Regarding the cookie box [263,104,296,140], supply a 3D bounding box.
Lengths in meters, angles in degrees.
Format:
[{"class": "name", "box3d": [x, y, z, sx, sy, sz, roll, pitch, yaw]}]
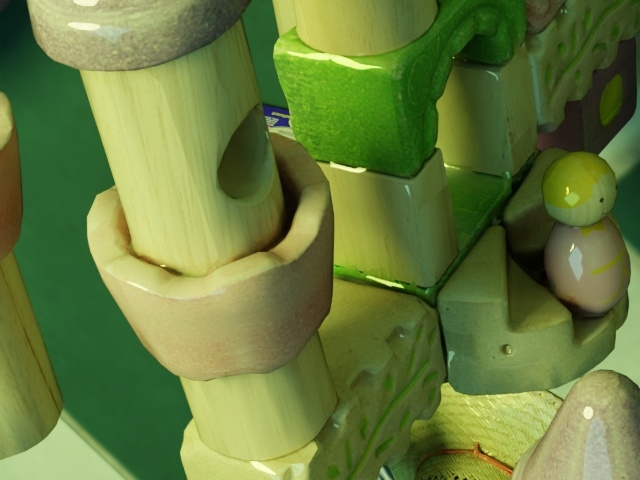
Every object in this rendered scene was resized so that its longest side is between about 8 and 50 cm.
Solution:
[{"class": "cookie box", "box3d": [0.000, 0.000, 0.744, 0.092, 0.040, 0.107, 14, 130, 25]}]

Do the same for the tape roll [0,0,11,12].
[{"class": "tape roll", "box3d": [-0.229, -0.160, 0.751, 0.189, 0.080, 0.189, 18, 130, 22]}]

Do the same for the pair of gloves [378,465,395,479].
[{"class": "pair of gloves", "box3d": [0.016, 0.142, 0.798, 0.159, 0.023, 0.198, 43, 153, 37]}]

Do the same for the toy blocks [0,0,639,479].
[{"class": "toy blocks", "box3d": [0.037, -0.077, 0.483, 0.309, 0.288, 0.260, 16, 135, 28]}]

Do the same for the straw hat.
[{"class": "straw hat", "box3d": [0.071, 0.131, 0.781, 0.144, 0.061, 0.144, 18, 130, 23]}]
